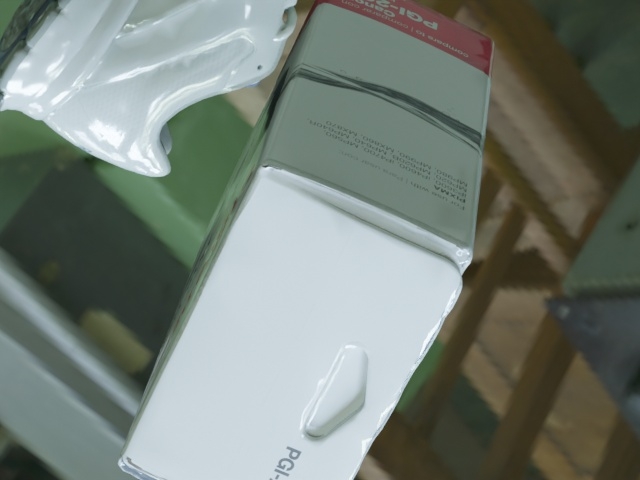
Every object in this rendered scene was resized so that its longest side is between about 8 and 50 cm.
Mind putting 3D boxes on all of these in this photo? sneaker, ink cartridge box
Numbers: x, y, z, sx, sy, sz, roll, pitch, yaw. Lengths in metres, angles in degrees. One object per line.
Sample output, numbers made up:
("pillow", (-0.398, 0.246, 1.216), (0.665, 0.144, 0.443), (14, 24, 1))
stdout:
("sneaker", (-0.056, -0.163, 0.982), (0.129, 0.111, 0.297), (36, 110, -22))
("ink cartridge box", (0.000, 0.000, 0.759), (0.092, 0.218, 0.159), (23, 118, -7))
